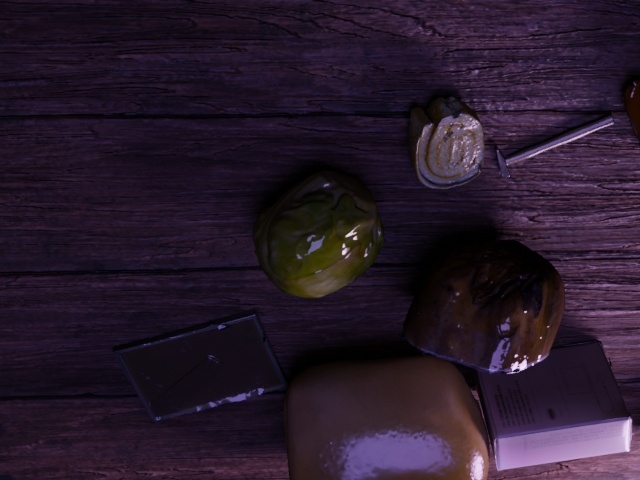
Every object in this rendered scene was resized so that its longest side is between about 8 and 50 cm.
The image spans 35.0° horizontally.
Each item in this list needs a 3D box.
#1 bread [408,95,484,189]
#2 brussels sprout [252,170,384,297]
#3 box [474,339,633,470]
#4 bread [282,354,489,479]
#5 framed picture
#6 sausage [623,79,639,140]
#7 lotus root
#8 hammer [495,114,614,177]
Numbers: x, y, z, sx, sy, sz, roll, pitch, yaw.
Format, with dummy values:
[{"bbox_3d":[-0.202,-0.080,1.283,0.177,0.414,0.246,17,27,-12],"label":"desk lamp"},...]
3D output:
[{"bbox_3d":[0.199,-0.157,1.615,0.118,0.064,0.156,-8,126,-5],"label":"bread"},{"bbox_3d":[0.000,0.000,1.654,0.223,0.161,0.223,-5,131,-6],"label":"brussels sprout"},{"bbox_3d":[0.429,0.305,1.897,0.252,0.203,0.106,-8,128,1],"label":"box"},{"bbox_3d":[0.123,0.382,1.901,0.376,0.253,0.348,-4,124,-5],"label":"bread"},{"bbox_3d":[-0.221,0.241,1.905,0.281,0.019,0.209,-14,127,6],"label":"framed picture"},{"bbox_3d":[0.529,-0.187,1.627,0.054,0.062,0.183,-38,124,-9],"label":"sausage"},{"bbox_3d":[0.281,0.099,1.719,0.272,0.272,0.192,6,116,-9],"label":"lotus root"},{"bbox_3d":[0.382,-0.163,1.658,0.199,0.013,0.062,-22,126,11],"label":"hammer"}]
